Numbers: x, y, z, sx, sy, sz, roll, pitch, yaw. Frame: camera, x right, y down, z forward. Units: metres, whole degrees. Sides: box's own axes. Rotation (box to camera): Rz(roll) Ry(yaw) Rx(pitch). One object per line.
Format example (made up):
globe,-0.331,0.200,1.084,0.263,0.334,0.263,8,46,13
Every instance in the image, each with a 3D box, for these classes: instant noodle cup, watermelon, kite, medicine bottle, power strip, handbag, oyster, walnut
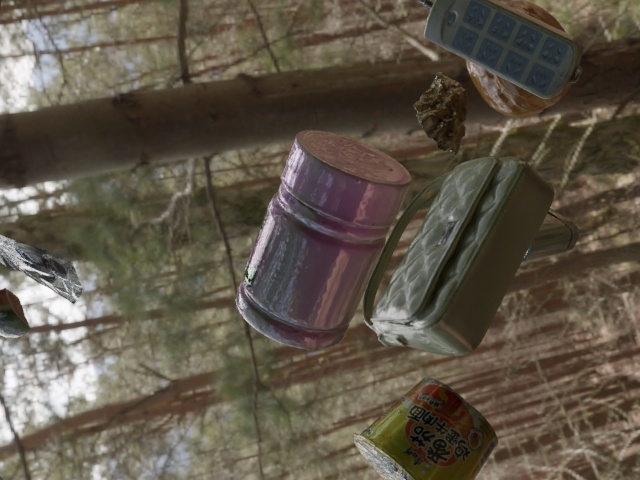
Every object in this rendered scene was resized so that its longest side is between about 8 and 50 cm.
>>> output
instant noodle cup,0.224,0.422,1.639,0.264,0.200,0.264,40,162,16
watermelon,-0.537,0.125,1.366,0.084,0.092,0.072,112,180,-67
kite,-0.525,0.017,1.291,0.169,0.310,0.015,109,-173,-60
medicine bottle,0.000,0.000,1.344,0.325,0.212,0.212,-69,29,24
power strip,0.218,-0.253,0.988,0.227,0.029,0.080,31,124,16
handbag,0.139,0.011,0.935,0.219,0.079,0.256,1,57,58
oyster,0.265,-0.266,1.650,0.072,0.133,0.209,-46,6,39
walnut,0.379,-0.347,1.520,0.221,0.195,0.195,51,170,-16

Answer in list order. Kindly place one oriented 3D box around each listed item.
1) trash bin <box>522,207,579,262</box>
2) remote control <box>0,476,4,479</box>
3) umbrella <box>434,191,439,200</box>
trash bin,0.351,-0.018,1.339,0.116,0.130,0.059,40,128,40
remote control,-0.597,0.462,1.187,0.140,0.296,0.056,62,170,-21
umbrella,0.303,-0.104,1.837,0.143,0.062,0.067,124,165,-62
